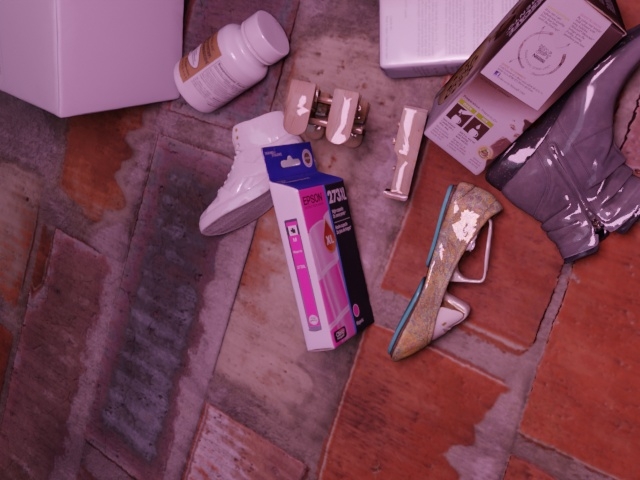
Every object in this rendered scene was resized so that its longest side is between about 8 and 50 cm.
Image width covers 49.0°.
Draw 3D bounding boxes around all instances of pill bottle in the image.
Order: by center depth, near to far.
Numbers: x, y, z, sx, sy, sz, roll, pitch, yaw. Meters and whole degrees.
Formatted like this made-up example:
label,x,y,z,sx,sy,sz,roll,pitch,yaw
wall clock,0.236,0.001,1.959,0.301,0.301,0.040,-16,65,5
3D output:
label,x,y,z,sx,sy,sz,roll,pitch,yaw
pill bottle,-0.184,-0.373,1.460,0.229,0.131,0.131,-26,76,29

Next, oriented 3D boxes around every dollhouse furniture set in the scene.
label,x,y,z,sx,sy,sz,roll,pitch,yaw
dollhouse furniture set,0.057,-0.178,1.267,0.242,0.212,0.160,13,98,6

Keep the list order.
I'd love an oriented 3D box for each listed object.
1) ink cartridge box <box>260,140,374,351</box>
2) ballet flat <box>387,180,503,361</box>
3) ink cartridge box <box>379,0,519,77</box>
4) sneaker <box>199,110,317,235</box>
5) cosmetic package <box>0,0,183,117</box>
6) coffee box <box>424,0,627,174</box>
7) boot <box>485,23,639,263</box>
label,x,y,z,sx,sy,sz,roll,pitch,yaw
ink cartridge box,0.000,0.000,1.279,0.069,0.176,0.370,-13,94,31
ballet flat,0.222,0.073,1.221,0.123,0.123,0.348,26,103,30
ink cartridge box,0.294,-0.452,1.210,0.385,0.091,0.308,0,90,15
sneaker,-0.157,-0.145,1.466,0.293,0.108,0.169,-34,71,17
cosmetic package,-0.552,-0.495,1.534,0.394,0.329,0.327,25,120,30
coffee box,0.306,-0.266,1.080,0.119,0.168,0.297,36,127,-8
boot,0.444,-0.142,1.092,0.222,0.118,0.338,46,120,16
